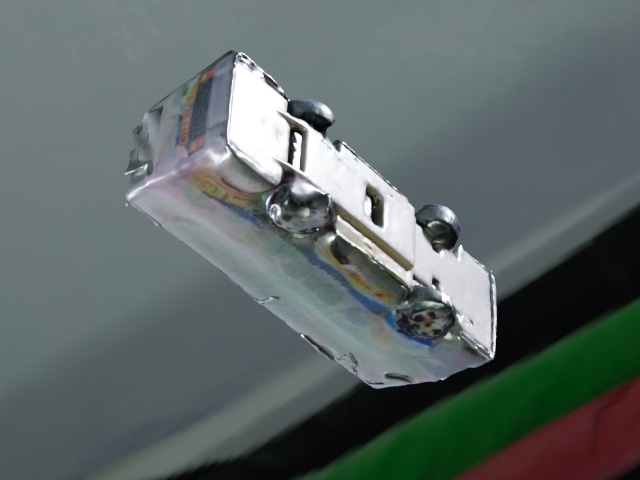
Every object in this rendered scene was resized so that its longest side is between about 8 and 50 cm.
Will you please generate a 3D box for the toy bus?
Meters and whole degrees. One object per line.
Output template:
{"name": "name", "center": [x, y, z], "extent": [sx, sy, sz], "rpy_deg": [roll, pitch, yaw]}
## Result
{"name": "toy bus", "center": [0.000, 0.000, 1.241], "extent": [0.138, 0.317, 0.112], "rpy_deg": [-26, -141, 31]}
